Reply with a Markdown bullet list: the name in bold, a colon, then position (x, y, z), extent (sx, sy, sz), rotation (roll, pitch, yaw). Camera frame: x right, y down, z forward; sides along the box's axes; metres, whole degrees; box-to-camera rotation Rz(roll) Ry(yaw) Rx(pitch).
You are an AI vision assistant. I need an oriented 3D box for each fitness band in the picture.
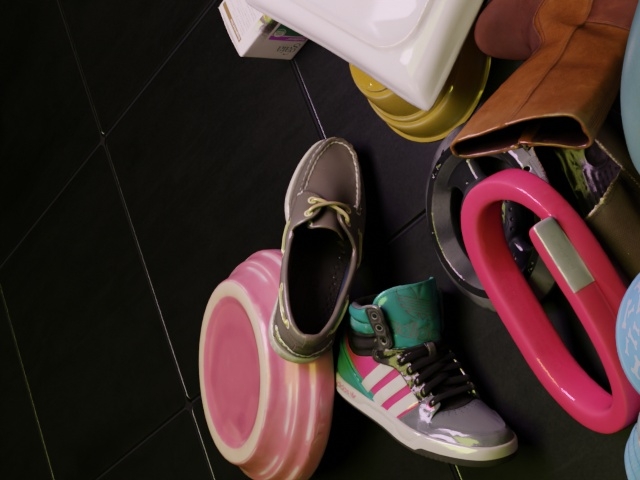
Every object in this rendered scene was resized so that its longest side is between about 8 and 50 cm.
- **fitness band**: position (0.243, 0.062, 1.258), extent (0.291, 0.054, 0.209), rotation (61, 165, 5)

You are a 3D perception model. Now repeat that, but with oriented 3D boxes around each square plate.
- **square plate**: position (0.069, -0.377, 1.426), extent (0.347, 0.049, 0.344), rotation (37, 111, 35)

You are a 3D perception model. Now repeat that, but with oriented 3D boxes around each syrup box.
- **syrup box**: position (-0.030, -0.349, 1.634), extent (0.237, 0.093, 0.096), rotation (-45, 59, 41)

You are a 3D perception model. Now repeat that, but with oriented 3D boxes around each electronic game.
- **electronic game**: position (0.201, -0.028, 1.412), extent (0.229, 0.048, 0.229), rotation (22, 117, 50)

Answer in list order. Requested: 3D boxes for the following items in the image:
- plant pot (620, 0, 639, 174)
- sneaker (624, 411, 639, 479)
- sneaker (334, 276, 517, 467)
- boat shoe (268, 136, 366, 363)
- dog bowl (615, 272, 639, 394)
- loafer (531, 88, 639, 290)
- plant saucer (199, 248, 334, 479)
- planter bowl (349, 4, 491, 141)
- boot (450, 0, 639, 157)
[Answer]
- **plant pot**: position (0.387, -0.140, 1.021), extent (0.293, 0.293, 0.235), rotation (54, 141, 33)
- **sneaker**: position (0.426, 0.241, 1.131), extent (0.319, 0.127, 0.208), rotation (37, 152, 18)
- **sneaker**: position (0.126, 0.138, 1.465), extent (0.295, 0.124, 0.178), rotation (25, 120, 47)
- **boat shoe**: position (0.004, 0.001, 1.543), extent (0.091, 0.109, 0.305), rotation (126, 156, -68)
- **dog bowl**: position (0.396, 0.103, 1.019), extent (0.297, 0.074, 0.166), rotation (27, 81, 14)
- **loafer**: position (0.300, -0.003, 1.236), extent (0.134, 0.130, 0.366), rotation (-47, 58, 41)
- **plant saucer**: position (-0.088, 0.178, 1.684), extent (0.332, 0.084, 0.332), rotation (1, 91, 63)
- **planter bowl**: position (0.099, -0.229, 1.493), extent (0.217, 0.090, 0.217), rotation (5, 97, 49)
- **boot**: position (0.213, -0.165, 1.232), extent (0.264, 0.280, 0.096), rotation (3, 134, 42)
